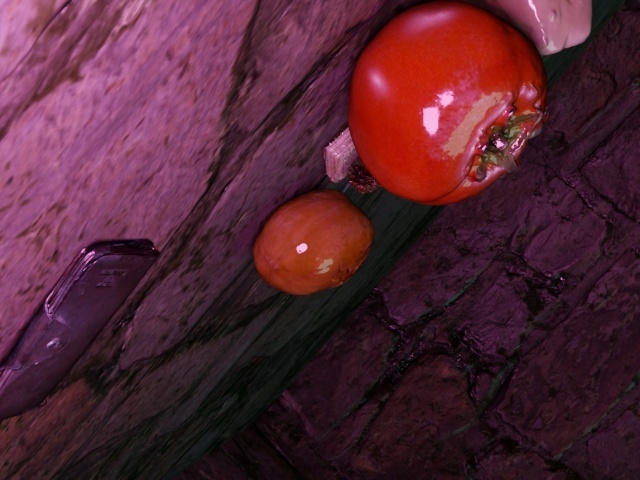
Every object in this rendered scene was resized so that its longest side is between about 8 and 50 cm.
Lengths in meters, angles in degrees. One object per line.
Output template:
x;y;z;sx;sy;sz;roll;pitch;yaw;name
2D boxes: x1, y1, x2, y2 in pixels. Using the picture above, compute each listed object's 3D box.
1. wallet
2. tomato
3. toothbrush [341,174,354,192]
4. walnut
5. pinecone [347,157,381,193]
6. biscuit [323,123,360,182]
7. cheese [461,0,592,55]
-0.359;0.128;1.050;0.318;0.045;0.172;-50;168;11;wallet
0.203;-0.231;1.218;0.341;0.273;0.341;-35;153;-21;tomato
0.045;-0.099;1.733;0.011;0.014;0.167;-11;144;-54;toothbrush
0.000;0.000;1.483;0.298;0.203;0.203;-26;157;-39;walnut
0.091;-0.133;1.450;0.077;0.077;0.083;18;85;-76;pinecone
0.105;-0.222;1.477;0.250;0.046;0.147;-44;167;-13;biscuit
0.328;-0.461;1.272;0.173;0.251;0.248;-25;122;-29;cheese
